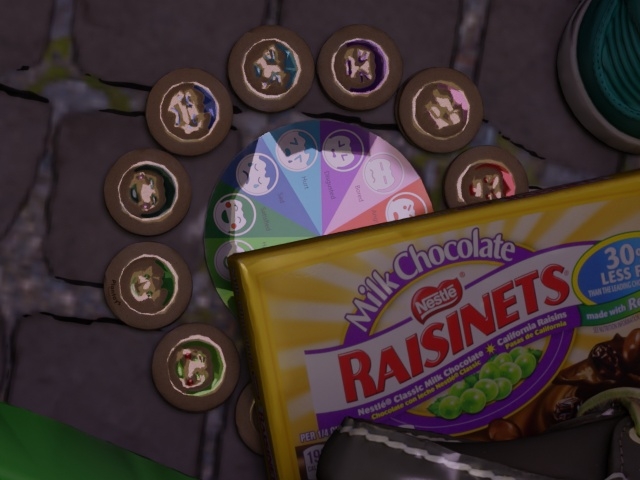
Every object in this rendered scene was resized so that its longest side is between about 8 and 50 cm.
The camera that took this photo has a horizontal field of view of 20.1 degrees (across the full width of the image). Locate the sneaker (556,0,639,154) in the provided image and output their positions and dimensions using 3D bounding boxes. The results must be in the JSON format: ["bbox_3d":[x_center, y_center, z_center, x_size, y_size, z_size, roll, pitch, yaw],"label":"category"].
[{"bbox_3d":[0.230,-0.150,0.699,0.295,0.178,0.124,-41,93,-7],"label":"sneaker"}]

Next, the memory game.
[{"bbox_3d":[0.000,0.000,0.748,0.186,0.012,0.186,0,87,-8],"label":"memory game"}]

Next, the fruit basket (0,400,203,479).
[{"bbox_3d":[-0.182,0.192,0.615,0.283,0.392,0.392,29,83,-37],"label":"fruit basket"}]

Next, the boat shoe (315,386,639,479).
[{"bbox_3d":[0.137,0.105,0.701,0.305,0.109,0.091,15,92,-19],"label":"boat shoe"}]

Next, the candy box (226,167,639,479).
[{"bbox_3d":[0.071,0.036,0.735,0.206,0.027,0.105,-12,94,-13],"label":"candy box"}]
